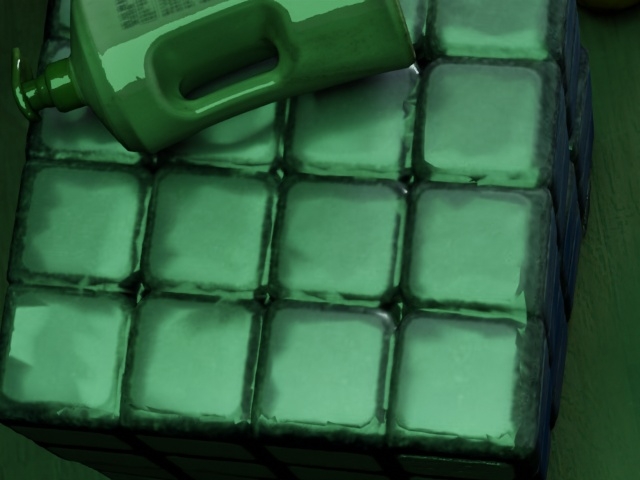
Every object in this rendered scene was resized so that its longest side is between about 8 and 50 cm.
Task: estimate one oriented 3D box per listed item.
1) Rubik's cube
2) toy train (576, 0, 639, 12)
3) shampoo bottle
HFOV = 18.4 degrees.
[{"bbox_3d":[0.000,0.000,1.348,0.343,0.337,0.344,4,74,10],"label":"Rubik's cube"},{"bbox_3d":[0.117,-0.286,1.505,0.369,0.163,0.232,-11,65,6],"label":"toy train"},{"bbox_3d":[-0.070,-0.120,1.172,0.234,0.087,0.118,-19,72,4],"label":"shampoo bottle"}]
